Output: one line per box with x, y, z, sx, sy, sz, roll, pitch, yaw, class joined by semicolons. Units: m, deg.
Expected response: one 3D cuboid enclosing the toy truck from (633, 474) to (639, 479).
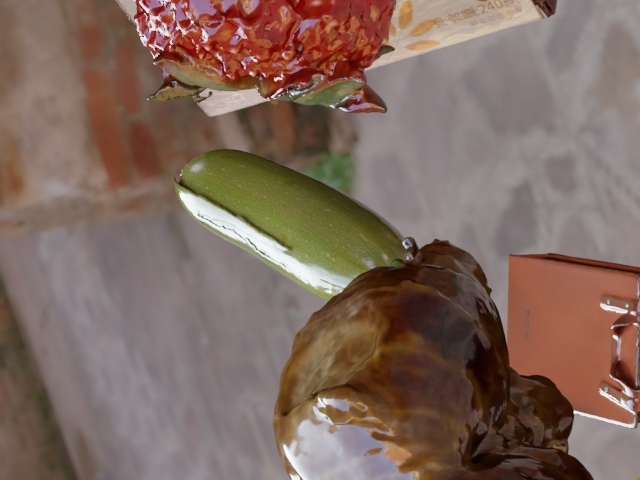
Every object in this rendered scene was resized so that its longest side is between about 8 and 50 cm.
0.330;0.267;1.564;0.210;0.148;0.187;63;168;-15;toy truck

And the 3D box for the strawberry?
-0.021;-0.193;1.189;0.098;0.174;0.228;155;120;-69;strawberry

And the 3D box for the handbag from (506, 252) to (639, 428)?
0.226;0.081;1.665;0.190;0.063;0.127;11;101;60;handbag

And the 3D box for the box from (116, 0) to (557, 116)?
-0.020;-0.311;1.858;0.344;0.385;0.122;52;-144;-38;box

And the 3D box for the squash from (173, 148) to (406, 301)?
0.000;0.000;1.656;0.341;0.094;0.094;26;136;44;squash

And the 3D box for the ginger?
0.101;0.152;1.398;0.152;0.274;0.357;-48;50;37;ginger
